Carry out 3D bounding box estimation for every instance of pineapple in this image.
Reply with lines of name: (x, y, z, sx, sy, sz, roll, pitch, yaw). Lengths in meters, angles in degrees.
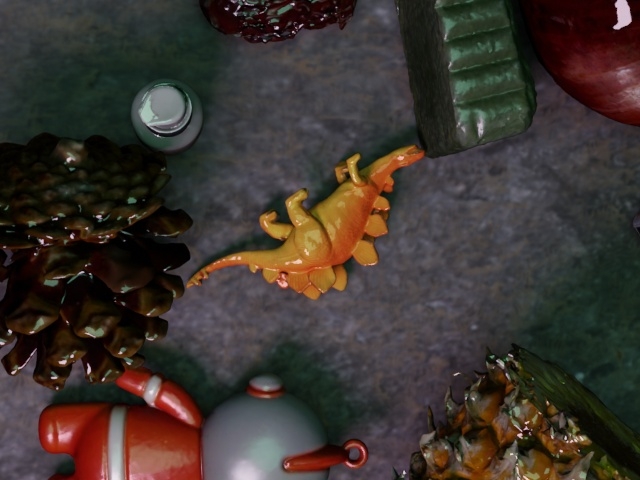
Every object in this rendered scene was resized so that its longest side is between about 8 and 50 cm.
pineapple: (0.204, 0.293, 1.253, 0.352, 0.352, 0.300, 42, 93, -5)

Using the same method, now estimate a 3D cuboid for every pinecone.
pinecone: (-0.246, 0.027, 1.248, 0.264, 0.264, 0.264, 0, 90, -6)

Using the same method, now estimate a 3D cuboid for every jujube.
jujube: (-0.044, -0.264, 1.345, 0.166, 0.104, 0.104, -10, 91, -19)

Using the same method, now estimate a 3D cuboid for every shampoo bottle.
shampoo bottle: (-0.151, -0.126, 1.279, 0.074, 0.192, 0.074, 0, 89, -6)

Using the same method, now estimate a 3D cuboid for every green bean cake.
green bean cake: (0.142, -0.185, 1.316, 0.094, 0.183, 0.185, -15, 91, -7)

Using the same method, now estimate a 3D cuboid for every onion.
onion: (0.357, -0.264, 1.289, 0.341, 0.341, 0.341, 0, 90, -6)

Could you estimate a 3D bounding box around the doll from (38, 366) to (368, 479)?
doll: (-0.119, 0.222, 1.334, 0.336, 0.105, 0.200, -3, 89, 2)

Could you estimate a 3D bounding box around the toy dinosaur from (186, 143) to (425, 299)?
toy dinosaur: (0.000, 0.000, 1.361, 0.288, 0.070, 0.117, -36, 94, 0)

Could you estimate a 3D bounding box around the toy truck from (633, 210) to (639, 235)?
toy truck: (0.399, -0.039, 1.409, 0.123, 0.052, 0.063, -36, 89, -6)
